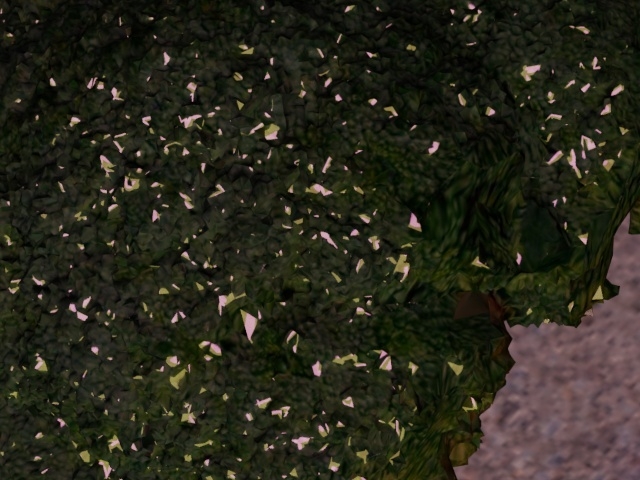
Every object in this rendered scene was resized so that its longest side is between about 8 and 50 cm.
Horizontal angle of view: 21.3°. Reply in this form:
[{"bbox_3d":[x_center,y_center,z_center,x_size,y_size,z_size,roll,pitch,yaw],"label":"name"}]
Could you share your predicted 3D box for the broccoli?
[{"bbox_3d":[0.000,0.000,0.587,0.269,0.254,0.269,2,158,1],"label":"broccoli"}]
